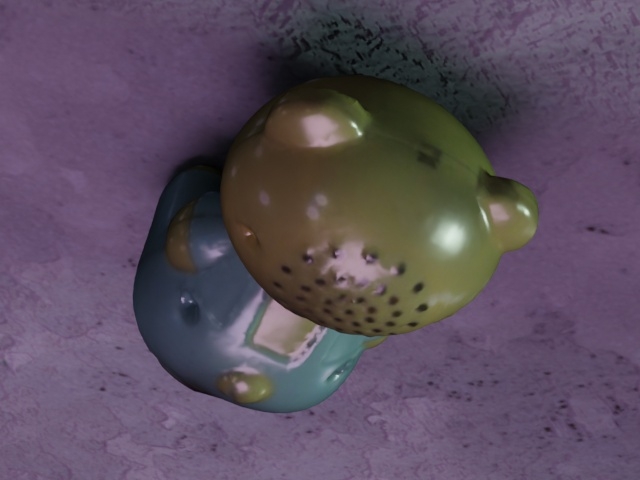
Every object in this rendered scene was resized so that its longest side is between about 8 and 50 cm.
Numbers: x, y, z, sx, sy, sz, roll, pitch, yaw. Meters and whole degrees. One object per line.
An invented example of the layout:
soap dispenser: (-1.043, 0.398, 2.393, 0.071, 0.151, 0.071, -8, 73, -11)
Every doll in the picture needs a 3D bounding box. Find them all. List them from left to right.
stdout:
doll: (0.000, 0.000, 1.152, 0.177, 0.161, 0.260, 27, 143, -19)
